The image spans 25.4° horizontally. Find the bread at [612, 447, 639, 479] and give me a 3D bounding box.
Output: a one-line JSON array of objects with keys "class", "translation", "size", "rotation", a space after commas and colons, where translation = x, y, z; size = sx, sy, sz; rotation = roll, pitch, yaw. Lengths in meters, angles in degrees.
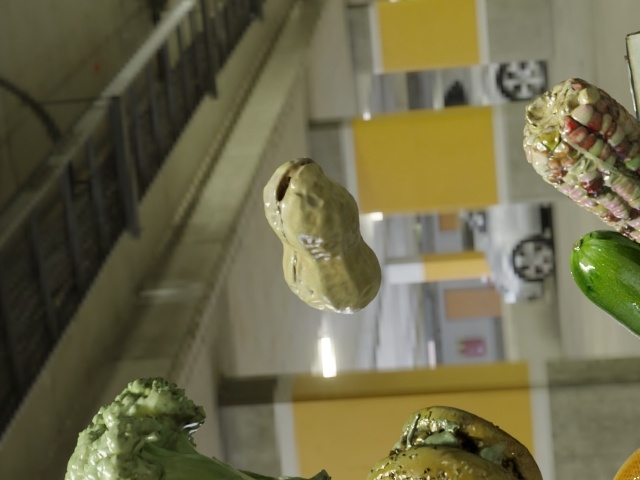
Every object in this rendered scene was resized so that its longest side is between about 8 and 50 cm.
[{"class": "bread", "translation": [0.501, 0.367, 2.146], "size": [0.114, 0.077, 0.189], "rotation": [-83, 20, -45]}]

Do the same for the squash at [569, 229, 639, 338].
[{"class": "squash", "translation": [0.435, 0.108, 1.628], "size": [0.101, 0.378, 0.101], "rotation": [-53, 10, 13]}]

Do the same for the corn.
[{"class": "corn", "translation": [0.289, -0.045, 1.249], "size": [0.280, 0.092, 0.092], "rotation": [32, -143, -25]}]

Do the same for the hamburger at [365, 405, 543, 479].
[{"class": "hamburger", "translation": [0.127, 0.253, 1.419], "size": [0.113, 0.177, 0.185], "rotation": [-48, -59, -36]}]

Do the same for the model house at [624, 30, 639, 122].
[{"class": "model house", "translation": [0.494, -0.134, 1.841], "size": [0.206, 0.178, 0.271], "rotation": [58, -156, -53]}]

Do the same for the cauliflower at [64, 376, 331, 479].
[{"class": "cauliflower", "translation": [-0.174, 0.317, 1.677], "size": [0.260, 0.281, 0.327], "rotation": [-58, -28, -19]}]

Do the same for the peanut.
[{"class": "peanut", "translation": [0.000, 0.000, 1.887], "size": [0.290, 0.130, 0.130], "rotation": [69, -163, -47]}]
